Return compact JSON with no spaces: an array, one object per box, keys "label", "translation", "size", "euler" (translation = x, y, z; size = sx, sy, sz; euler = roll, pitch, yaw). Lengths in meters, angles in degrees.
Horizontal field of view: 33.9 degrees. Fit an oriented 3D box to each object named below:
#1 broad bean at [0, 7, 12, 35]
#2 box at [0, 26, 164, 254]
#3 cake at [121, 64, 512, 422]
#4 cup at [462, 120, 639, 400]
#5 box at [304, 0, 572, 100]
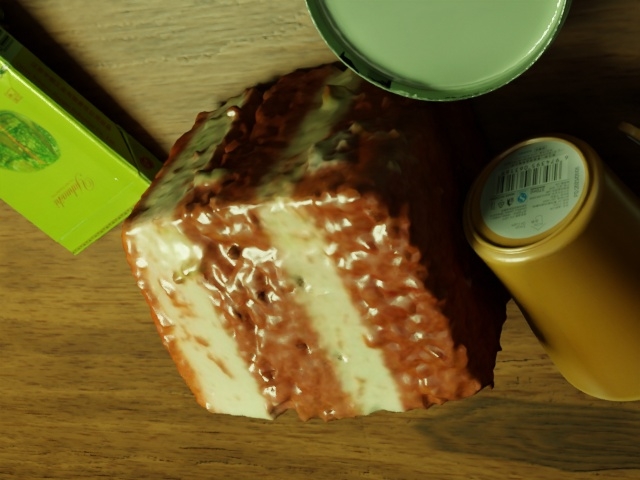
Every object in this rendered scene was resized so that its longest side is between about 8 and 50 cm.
[{"label":"broad bean","translation":[-0.426,-0.275,1.132],"size":[0.213,0.048,0.070],"euler":[27,128,-5]},{"label":"box","translation":[-0.350,-0.131,1.179],"size":[0.335,0.047,0.187],"euler":[41,131,-21]},{"label":"cake","translation":[0.000,0.000,1.030],"size":[0.319,0.269,0.270],"euler":[-11,120,26]},{"label":"cup","translation":[0.263,0.006,0.967],"size":[0.226,0.182,0.264],"euler":[-51,131,-2]},{"label":"box","translation":[0.107,-0.248,0.887],"size":[0.226,0.149,0.226],"euler":[10,128,13]}]
